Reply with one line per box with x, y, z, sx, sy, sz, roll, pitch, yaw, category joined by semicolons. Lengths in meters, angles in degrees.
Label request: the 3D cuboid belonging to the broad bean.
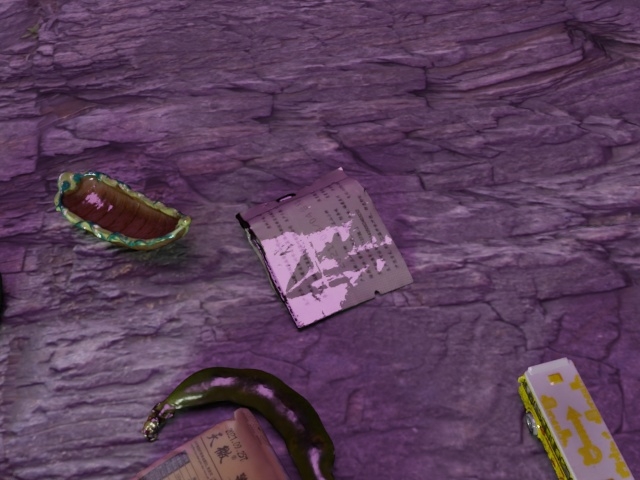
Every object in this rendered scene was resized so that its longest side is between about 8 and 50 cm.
-0.089;0.243;1.198;0.292;0.049;0.144;14;59;21;broad bean

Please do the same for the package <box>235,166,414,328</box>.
0.000;0.000;1.389;0.204;0.062;0.251;-24;54;-12;package

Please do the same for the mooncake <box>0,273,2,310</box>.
-0.542;0.067;1.321;0.104;0.175;0.168;-4;91;-1;mooncake

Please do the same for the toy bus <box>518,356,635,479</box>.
0.319;0.259;1.114;0.081;0.074;0.226;-13;50;-4;toy bus

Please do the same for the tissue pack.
-0.115;0.353;1.038;0.215;0.123;0.257;-30;56;-9;tissue pack

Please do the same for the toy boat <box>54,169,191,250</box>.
-0.305;-0.037;1.435;0.293;0.099;0.108;19;53;31;toy boat
